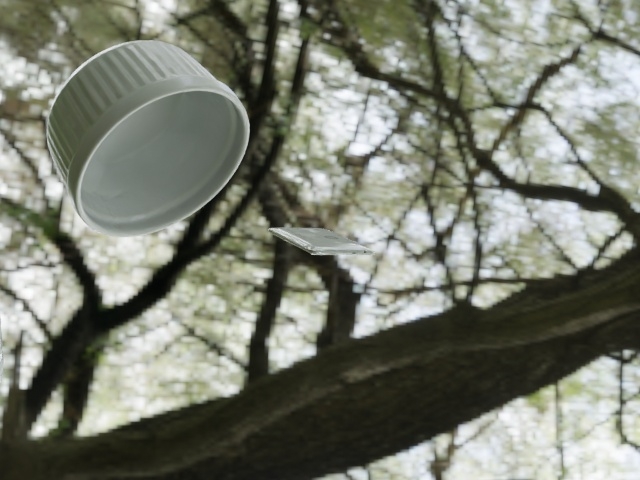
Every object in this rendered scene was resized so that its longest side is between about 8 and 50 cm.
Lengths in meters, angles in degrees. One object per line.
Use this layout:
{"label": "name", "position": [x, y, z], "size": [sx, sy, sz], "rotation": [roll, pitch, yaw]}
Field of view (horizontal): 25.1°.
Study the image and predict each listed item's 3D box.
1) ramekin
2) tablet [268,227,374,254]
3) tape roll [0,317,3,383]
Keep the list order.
{"label": "ramekin", "position": [-0.189, -0.114, 1.517], "size": [0.109, 0.207, 0.207], "rotation": [52, -58, 31]}
{"label": "tablet", "position": [0.000, 0.000, 1.103], "size": [0.083, 0.054, 0.006], "rotation": [27, -67, 61]}
{"label": "tape roll", "position": [-0.242, 0.085, 0.715], "size": [0.072, 0.219, 0.219], "rotation": [7, -90, 17]}
